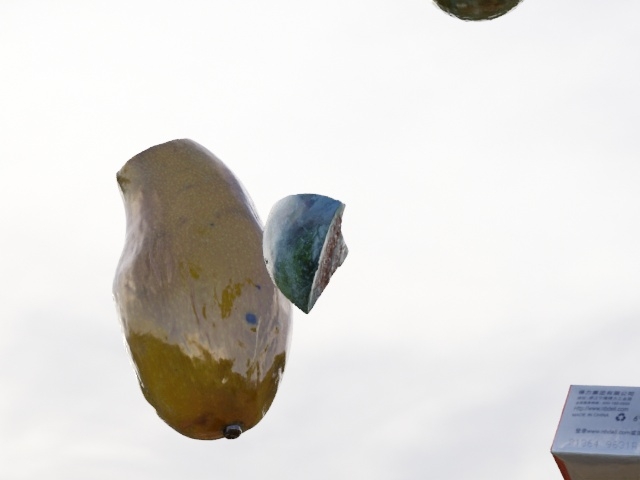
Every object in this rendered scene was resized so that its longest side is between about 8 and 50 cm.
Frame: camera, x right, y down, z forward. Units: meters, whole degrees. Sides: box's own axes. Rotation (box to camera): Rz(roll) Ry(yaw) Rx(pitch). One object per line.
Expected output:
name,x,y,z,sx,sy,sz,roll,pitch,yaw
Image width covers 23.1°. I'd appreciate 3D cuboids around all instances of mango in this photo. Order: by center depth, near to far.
mango,-0.119,0.044,1.589,0.187,0.359,0.144,13,-41,-21

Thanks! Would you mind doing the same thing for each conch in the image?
conch,0.143,-0.243,1.365,0.106,0.116,0.173,40,-24,-22

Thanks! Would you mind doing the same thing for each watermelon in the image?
watermelon,0.000,0.000,1.057,0.061,0.085,0.085,4,-18,-42

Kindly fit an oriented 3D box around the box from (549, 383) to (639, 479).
box,0.324,0.202,1.461,0.182,0.099,0.133,-3,-44,32
